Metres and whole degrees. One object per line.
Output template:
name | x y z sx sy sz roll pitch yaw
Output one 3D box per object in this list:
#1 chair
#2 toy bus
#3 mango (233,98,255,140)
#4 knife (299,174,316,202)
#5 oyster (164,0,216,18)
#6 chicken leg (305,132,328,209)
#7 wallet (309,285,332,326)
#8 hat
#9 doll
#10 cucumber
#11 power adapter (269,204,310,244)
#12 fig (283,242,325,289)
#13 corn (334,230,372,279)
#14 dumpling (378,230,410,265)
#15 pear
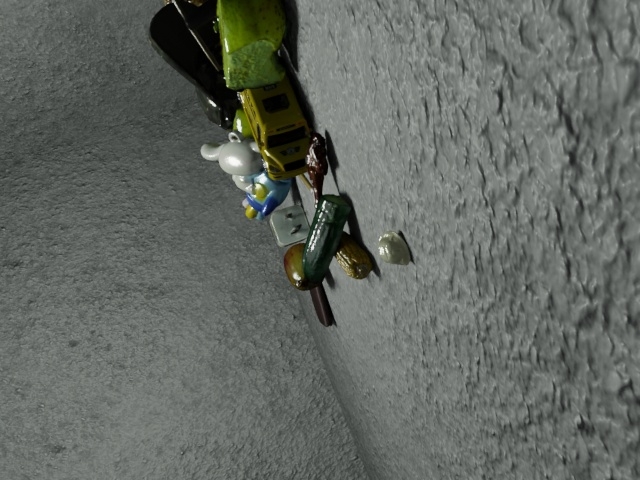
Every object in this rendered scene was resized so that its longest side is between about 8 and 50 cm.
chair | -0.313 -0.657 1.727 0.272 0.188 0.166 55 -179 -34
toy bus | -0.119 -0.327 1.548 0.151 0.145 0.331 97 153 -68
mango | -0.263 -0.437 2.211 0.185 0.149 0.272 -109 9 -50
knife | -0.010 -0.125 1.730 0.256 0.022 0.046 -124 25 -43
oyster | -0.366 -0.729 1.990 0.396 0.204 0.110 51 -163 -57
chicken leg | -0.005 -0.168 1.440 0.205 0.053 0.093 82 180 -52
wallet | -0.007 0.230 2.443 0.182 0.049 0.229 -165 58 -80
hat | -0.396 -0.554 1.947 0.257 0.382 0.366 -34 40 50
doll | -0.220 -0.239 2.146 0.376 0.187 0.365 14 138 56
cucumber | 0.000 0.000 1.466 0.115 0.063 0.243 -112 34 -60
power adapter | -0.109 -0.054 2.167 0.205 0.125 0.129 139 112 -82
fig | -0.056 0.110 2.085 0.274 0.146 0.170 -86 -21 -73
corn | 0.069 0.033 1.441 0.207 0.068 0.068 -128 20 -62
dumpling | 0.131 0.011 1.092 0.077 0.043 0.059 -118 33 -60
pear | -0.161 -0.513 1.383 0.255 0.164 0.238 107 153 -67
